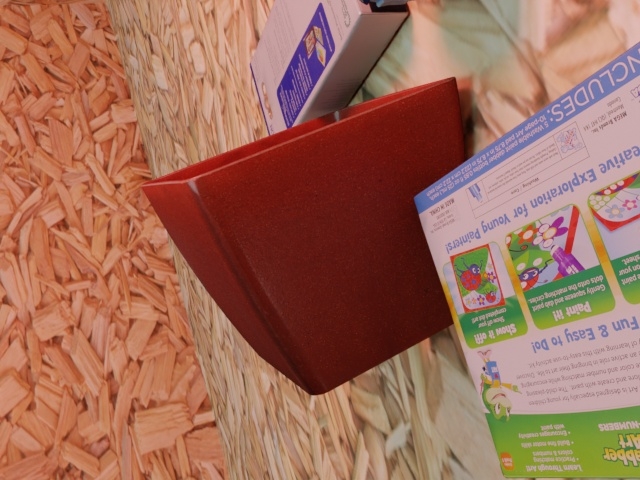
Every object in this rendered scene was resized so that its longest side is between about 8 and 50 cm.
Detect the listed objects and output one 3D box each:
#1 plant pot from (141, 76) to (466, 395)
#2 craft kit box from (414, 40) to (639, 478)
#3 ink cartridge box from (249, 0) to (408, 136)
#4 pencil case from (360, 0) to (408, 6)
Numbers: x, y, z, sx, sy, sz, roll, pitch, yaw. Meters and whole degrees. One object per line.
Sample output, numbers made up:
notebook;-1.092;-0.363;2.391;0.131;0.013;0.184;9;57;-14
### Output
plant pot;0.000;0.000;0.679;0.267;0.267;0.235;10;123;66
craft kit box;0.185;0.034;0.445;0.250;0.061;0.246;-36;64;59
ink cartridge box;-0.008;-0.247;0.806;0.333;0.065;0.165;137;119;-63
pencil case;0.062;-0.340;0.533;0.124;0.114;0.273;-126;27;-85
